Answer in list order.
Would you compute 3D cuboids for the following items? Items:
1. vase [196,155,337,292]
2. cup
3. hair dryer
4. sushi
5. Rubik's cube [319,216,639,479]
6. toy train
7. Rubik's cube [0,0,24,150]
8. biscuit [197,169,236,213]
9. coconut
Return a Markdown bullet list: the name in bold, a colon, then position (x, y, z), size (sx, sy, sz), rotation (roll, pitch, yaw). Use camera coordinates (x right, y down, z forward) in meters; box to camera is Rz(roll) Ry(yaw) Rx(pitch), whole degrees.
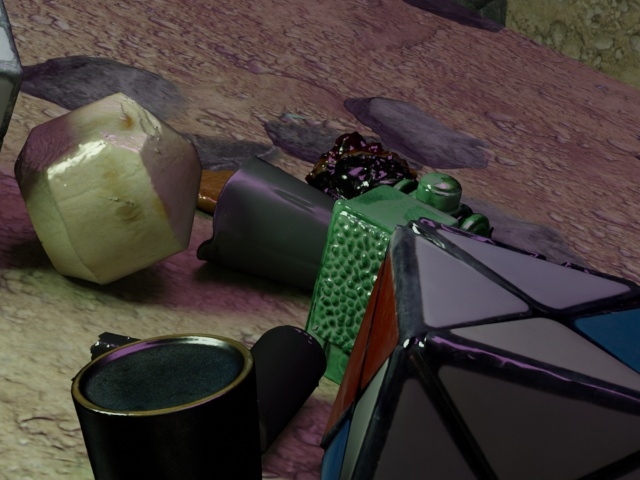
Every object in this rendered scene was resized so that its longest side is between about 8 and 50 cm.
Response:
- **vase**: position (0.000, 0.000, 2.060), size (0.301, 0.156, 0.251), rotation (22, 23, -4)
- **cup**: position (-0.137, 0.186, 1.423), size (0.166, 0.177, 0.239), rotation (-11, 21, -9)
- **hair dryer**: position (-0.139, 0.153, 1.697), size (0.251, 0.089, 0.197), rotation (12, 23, 13)
- **sushi**: position (0.062, -0.078, 2.267), size (0.172, 0.153, 0.150), rotation (-5, 45, -2)
- **Rubik's cube**: position (0.179, 0.194, 1.499), size (0.310, 0.307, 0.305), rotation (17, 20, -5)
- **toy train**: position (0.096, 0.048, 1.852), size (0.145, 0.266, 0.202), rotation (28, 32, 26)
- **Rubik's cube**: position (-0.550, -0.183, 1.803), size (0.303, 0.301, 0.305), rotation (5, 39, -29)
- **biscuit**: position (-0.116, -0.066, 2.264), size (0.224, 0.033, 0.144), rotation (-5, 33, -43)
- **coconut**: position (-0.256, -0.071, 1.893), size (0.241, 0.241, 0.241), rotation (15, 22, -6)
